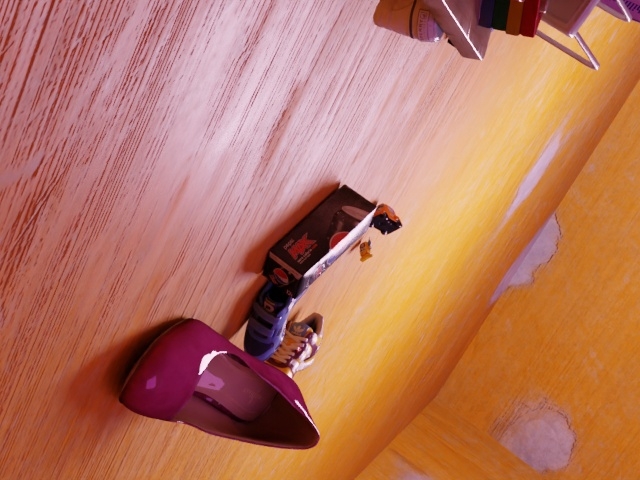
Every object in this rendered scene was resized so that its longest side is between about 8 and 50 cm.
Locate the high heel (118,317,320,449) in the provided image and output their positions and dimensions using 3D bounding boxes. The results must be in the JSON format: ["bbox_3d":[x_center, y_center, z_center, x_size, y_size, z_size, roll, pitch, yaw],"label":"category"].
[{"bbox_3d":[-0.106,0.190,1.670,0.127,0.181,0.377,-56,167,9],"label":"high heel"}]

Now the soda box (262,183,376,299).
[{"bbox_3d":[0.000,0.000,1.818,0.169,0.060,0.053,-43,162,-37],"label":"soda box"}]

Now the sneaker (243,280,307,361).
[{"bbox_3d":[-0.067,0.097,1.858,0.144,0.053,0.059,-65,166,10],"label":"sneaker"}]

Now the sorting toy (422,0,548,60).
[{"bbox_3d":[0.192,-0.323,1.378,0.257,0.089,0.256,22,82,-74],"label":"sorting toy"}]

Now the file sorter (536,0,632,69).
[{"bbox_3d":[0.309,-0.366,1.587,0.278,0.193,0.173,-55,153,5],"label":"file sorter"}]

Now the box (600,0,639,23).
[{"bbox_3d":[0.417,-0.443,1.808,0.213,0.117,0.243,-91,-157,-53],"label":"box"}]

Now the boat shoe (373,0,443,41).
[{"bbox_3d":[0.118,-0.298,1.449,0.083,0.075,0.226,86,24,-46],"label":"boat shoe"}]

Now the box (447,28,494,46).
[{"bbox_3d":[0.232,-0.344,1.796,0.114,0.036,0.207,-45,164,-34],"label":"box"}]

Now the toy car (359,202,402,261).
[{"bbox_3d":[0.075,-0.018,2.127,0.122,0.060,0.041,-44,-138,45],"label":"toy car"}]

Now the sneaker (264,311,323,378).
[{"bbox_3d":[-0.051,0.163,2.067,0.185,0.069,0.084,-41,154,-62],"label":"sneaker"}]
